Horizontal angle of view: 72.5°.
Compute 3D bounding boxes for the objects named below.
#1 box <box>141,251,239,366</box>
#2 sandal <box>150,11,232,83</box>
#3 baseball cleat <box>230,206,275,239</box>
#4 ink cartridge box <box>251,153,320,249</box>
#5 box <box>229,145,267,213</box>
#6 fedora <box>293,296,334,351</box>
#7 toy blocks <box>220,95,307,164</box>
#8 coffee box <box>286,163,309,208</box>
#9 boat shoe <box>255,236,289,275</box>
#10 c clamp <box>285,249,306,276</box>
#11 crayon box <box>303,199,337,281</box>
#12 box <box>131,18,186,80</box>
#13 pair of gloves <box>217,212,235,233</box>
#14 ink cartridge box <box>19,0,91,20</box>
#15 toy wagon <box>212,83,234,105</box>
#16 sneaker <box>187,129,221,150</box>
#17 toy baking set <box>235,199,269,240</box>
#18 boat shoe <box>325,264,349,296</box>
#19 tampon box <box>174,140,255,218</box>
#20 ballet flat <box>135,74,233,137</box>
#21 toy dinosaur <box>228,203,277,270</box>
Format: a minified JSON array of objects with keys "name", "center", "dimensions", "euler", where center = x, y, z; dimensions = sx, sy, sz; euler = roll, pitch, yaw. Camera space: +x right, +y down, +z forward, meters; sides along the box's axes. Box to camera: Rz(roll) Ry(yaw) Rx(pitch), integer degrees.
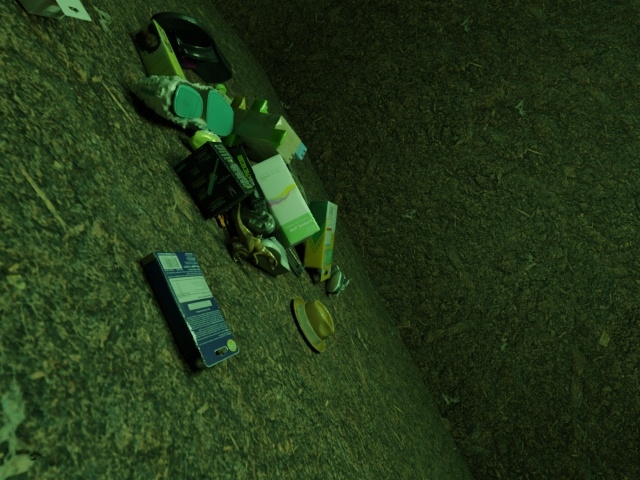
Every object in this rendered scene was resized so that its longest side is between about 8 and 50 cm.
[{"name":"box","center":[-0.238,0.126,0.816],"dimensions":[0.225,0.037,0.136],"euler":[61,11,9]},{"name":"sandal","center":[-0.451,-0.686,1.624],"dimensions":[0.446,0.168,0.106],"euler":[23,57,-72]},{"name":"baseball cleat","center":[-0.177,-0.035,1.225],"dimensions":[0.206,0.072,0.109],"euler":[27,-34,50]},{"name":"ink cartridge box","center":[-0.153,-0.149,1.476],"dimensions":[0.353,0.119,0.207],"euler":[62,-18,1]},{"name":"box","center":[-0.210,-0.157,1.307],"dimensions":[0.190,0.045,0.184],"euler":[99,-32,-70]},{"name":"fedora","center":[-0.013,0.256,1.400],"dimensions":[0.194,0.079,0.194],"euler":[58,12,-19]},{"name":"toy blocks","center":[-0.206,-0.343,1.552],"dimensions":[0.382,0.190,0.261],"euler":[18,-14,31]},{"name":"coffee box","center":[-0.151,-0.216,1.862],"dimensions":[0.168,0.119,0.297],"euler":[51,15,-39]},{"name":"boat shoe","center":[-0.149,0.036,1.295],"dimensions":[0.227,0.080,0.081],"euler":[66,9,-66]},{"name":"c clamp","center":[-0.104,0.068,1.631],"dimensions":[0.160,0.022,0.137],"euler":[57,16,-26]},{"name":"crayon box","center":[0.000,0.000,1.822],"dimensions":[0.203,0.083,0.322],"euler":[-2,97,-78]},{"name":"box","center":[-0.476,-0.535,1.295],"dimensions":[0.232,0.087,0.058],"euler":[63,9,15]},{"name":"pair of gloves","center":[-0.268,-0.056,1.216],"dimensions":[0.074,0.010,0.083],"euler":[64,9,29]},{"name":"ink cartridge box","center":[-0.571,-0.520,0.873],"dimensions":[0.198,0.067,0.115],"euler":[56,12,-17]},{"name":"toy wagon","center":[-0.339,-0.488,1.845],"dimensions":[0.267,0.068,0.344],"euler":[64,11,16]},{"name":"sneaker","center":[-0.314,-0.244,1.302],"dimensions":[0.208,0.082,0.094],"euler":[46,20,-54]},{"name":"toy baking set","center":[-0.210,-0.048,1.406],"dimensions":[0.196,0.030,0.256],"euler":[54,13,-33]},{"name":"boat shoe","center":[0.073,0.187,1.947],"dimensions":[0.079,0.095,0.254],"euler":[47,5,-12]},{"name":"tampon box","center":[-0.272,-0.160,1.143],"dimensions":[0.161,0.121,0.101],"euler":[55,13,-5]},{"name":"ballet flat","center":[-0.379,-0.390,1.253],"dimensions":[0.146,0.147,0.409],"euler":[61,10,2]},{"name":"toy dinosaur","center":[-0.194,-0.003,1.148],"dimensions":[0.211,0.112,0.064],"euler":[54,13,-28]}]
